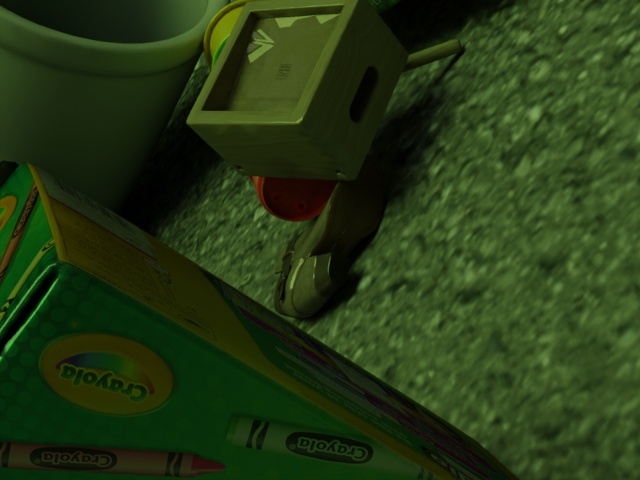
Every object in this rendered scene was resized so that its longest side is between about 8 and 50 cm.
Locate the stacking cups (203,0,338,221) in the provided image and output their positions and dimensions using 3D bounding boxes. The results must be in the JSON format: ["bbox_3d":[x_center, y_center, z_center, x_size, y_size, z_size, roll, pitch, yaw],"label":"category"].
[{"bbox_3d":[-0.039,-0.122,1.048,0.096,0.096,0.316,-52,25,16],"label":"stacking cups"}]

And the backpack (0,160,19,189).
[{"bbox_3d":[-0.357,0.130,1.215,0.356,0.273,0.290,-24,53,32],"label":"backpack"}]

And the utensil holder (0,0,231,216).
[{"bbox_3d":[-0.316,-0.172,1.312,0.327,0.328,0.385,-85,20,-47],"label":"utensil holder"}]

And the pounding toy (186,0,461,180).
[{"bbox_3d":[0.005,-0.114,0.872,0.130,0.100,0.141,5,63,40],"label":"pounding toy"}]

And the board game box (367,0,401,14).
[{"bbox_3d":[0.076,-0.219,0.949,0.136,0.030,0.260,-47,15,-30],"label":"board game box"}]

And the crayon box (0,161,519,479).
[{"bbox_3d":[-0.019,0.086,0.497,0.081,0.278,0.165,-55,22,2],"label":"crayon box"}]

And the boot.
[{"bbox_3d":[0.000,0.000,0.877,0.087,0.042,0.118,-24,40,58],"label":"boot"}]
